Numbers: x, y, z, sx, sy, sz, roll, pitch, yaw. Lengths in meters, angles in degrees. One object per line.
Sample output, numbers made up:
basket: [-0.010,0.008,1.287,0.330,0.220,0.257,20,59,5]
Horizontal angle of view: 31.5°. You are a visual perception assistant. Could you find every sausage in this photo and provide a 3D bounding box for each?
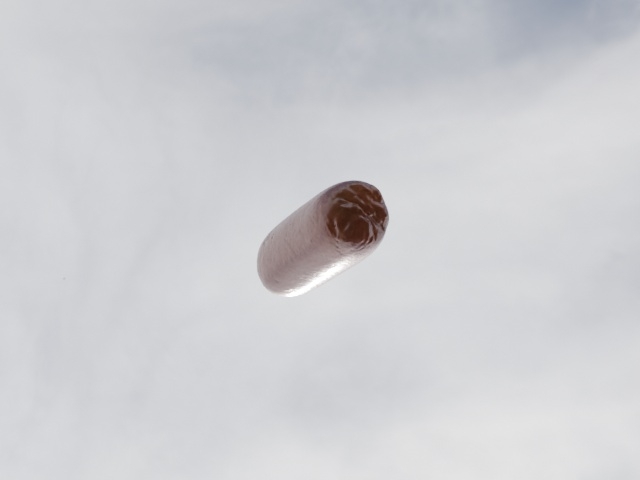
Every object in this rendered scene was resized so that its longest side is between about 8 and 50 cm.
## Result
sausage: [0.000,0.000,0.886,0.062,0.154,0.062,9,-111,-24]
